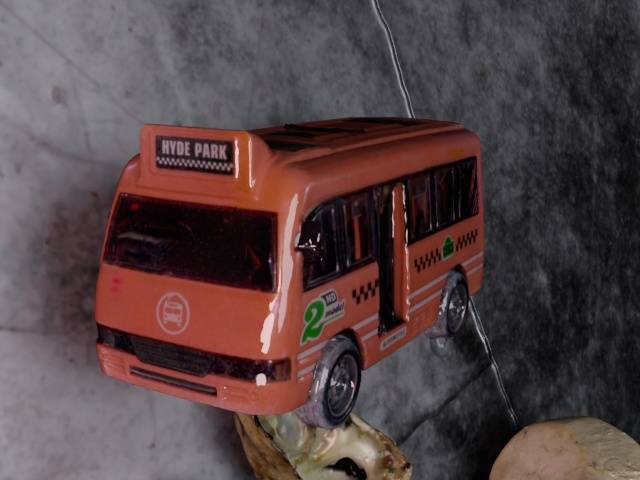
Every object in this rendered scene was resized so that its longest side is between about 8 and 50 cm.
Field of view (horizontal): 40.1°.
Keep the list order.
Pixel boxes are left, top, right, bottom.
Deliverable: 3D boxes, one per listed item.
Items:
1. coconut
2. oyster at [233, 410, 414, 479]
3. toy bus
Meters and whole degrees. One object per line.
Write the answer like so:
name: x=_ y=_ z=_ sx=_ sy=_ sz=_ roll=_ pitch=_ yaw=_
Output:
coconut: x=0.355 y=0.365 z=1.147 sx=0.247 sy=0.245 sz=0.245 roll=36 pitch=62 yaw=-27
oyster: x=-0.024 y=0.198 z=0.934 sx=0.294 sy=0.094 sz=0.166 roll=51 pitch=38 yaw=-12
toy bus: x=0.000 y=0.000 z=0.807 sx=0.427 sy=0.203 sz=0.233 roll=-20 pitch=114 yaw=-58
